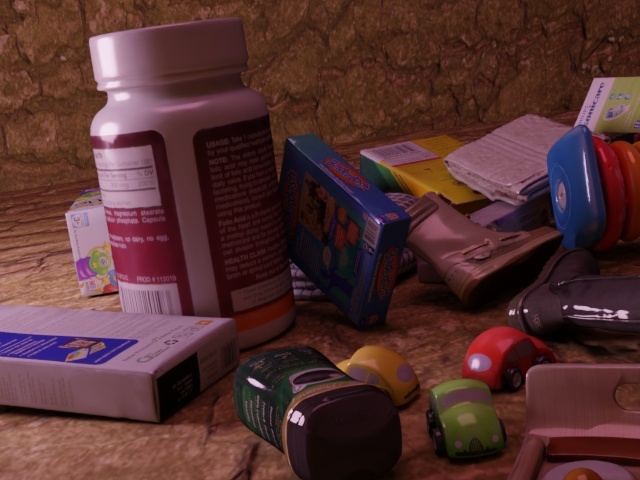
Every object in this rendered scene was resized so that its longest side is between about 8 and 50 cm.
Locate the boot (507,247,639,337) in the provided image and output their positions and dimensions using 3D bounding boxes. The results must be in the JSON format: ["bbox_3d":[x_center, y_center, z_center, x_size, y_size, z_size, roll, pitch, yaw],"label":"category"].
[{"bbox_3d":[0.328,0.052,1.073,0.208,0.076,0.189,-17,16,45],"label":"boot"}]

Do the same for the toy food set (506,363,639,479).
[{"bbox_3d":[0.220,0.152,0.674,0.220,0.092,0.306,-2,12,23],"label":"toy food set"}]

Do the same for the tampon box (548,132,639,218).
[{"bbox_3d":[0.472,-0.112,1.716,0.101,0.120,0.161,1,15,45],"label":"tampon box"}]

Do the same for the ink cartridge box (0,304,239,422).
[{"bbox_3d":[-0.294,0.131,1.143,0.371,0.069,0.176,4,16,24],"label":"ink cartridge box"}]

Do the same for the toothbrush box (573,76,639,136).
[{"bbox_3d":[0.638,-0.199,1.810,0.206,0.122,0.283,27,-6,-30],"label":"toothbrush box"}]

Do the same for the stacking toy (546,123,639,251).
[{"bbox_3d":[0.484,-0.077,1.409,0.302,0.165,0.175,-6,-12,-4],"label":"stacking toy"}]

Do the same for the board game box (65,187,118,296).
[{"bbox_3d":[-0.339,-0.011,1.709,0.142,0.144,0.275,-10,11,-7],"label":"board game box"}]

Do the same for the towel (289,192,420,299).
[{"bbox_3d":[0.000,0.000,1.490,0.284,0.121,0.235,-1,13,31],"label":"towel"}]

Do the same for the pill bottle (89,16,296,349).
[{"bbox_3d":[-0.164,-0.070,1.257,0.224,0.392,0.224,-7,11,1],"label":"pill bottle"}]

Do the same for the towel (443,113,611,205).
[{"bbox_3d":[0.335,-0.135,1.634,0.187,0.049,0.282,-27,21,-7],"label":"towel"}]

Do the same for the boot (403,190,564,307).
[{"bbox_3d":[0.207,-0.005,1.323,0.213,0.077,0.165,-22,50,-39],"label":"boot"}]

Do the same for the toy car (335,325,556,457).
[{"bbox_3d":[0.121,0.134,0.923,0.239,0.053,0.225,-8,11,-2],"label":"toy car"}]

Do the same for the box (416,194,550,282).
[{"bbox_3d":[0.251,-0.009,1.507,0.067,0.063,0.324,2,15,36],"label":"box"}]

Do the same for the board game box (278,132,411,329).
[{"bbox_3d":[0.019,-0.015,1.255,0.047,0.160,0.210,-15,42,-33],"label":"board game box"}]

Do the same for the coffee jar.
[{"bbox_3d":[-0.005,0.150,0.866,0.096,0.079,0.184,-10,11,-20],"label":"coffee jar"}]

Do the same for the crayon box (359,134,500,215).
[{"bbox_3d":[0.234,-0.100,1.815,0.202,0.081,0.318,-12,25,-24],"label":"crayon box"}]
